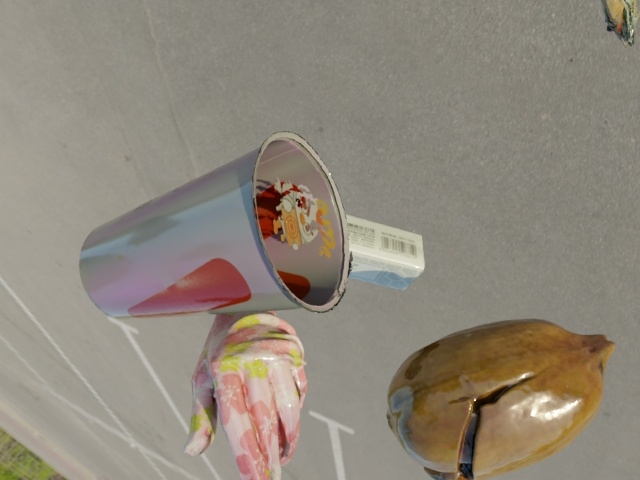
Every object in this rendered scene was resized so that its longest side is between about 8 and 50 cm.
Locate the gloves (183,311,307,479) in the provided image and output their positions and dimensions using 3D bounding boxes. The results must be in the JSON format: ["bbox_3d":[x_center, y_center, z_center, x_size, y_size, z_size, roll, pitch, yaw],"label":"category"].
[{"bbox_3d":[-0.086,0.181,0.604,0.145,0.241,0.126,11,116,-23],"label":"gloves"}]

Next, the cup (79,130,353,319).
[{"bbox_3d":[-0.133,0.009,0.581,0.289,0.203,0.202,-13,123,26],"label":"cup"}]

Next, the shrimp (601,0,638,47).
[{"bbox_3d":[0.379,-0.316,0.632,0.042,0.101,0.190,3,158,42],"label":"shrimp"}]

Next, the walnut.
[{"bbox_3d":[0.257,0.217,0.700,0.337,0.209,0.208,-29,115,11],"label":"walnut"}]

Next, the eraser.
[{"bbox_3d":[0.000,0.000,0.970,0.405,0.098,0.096,14,140,-10],"label":"eraser"}]
